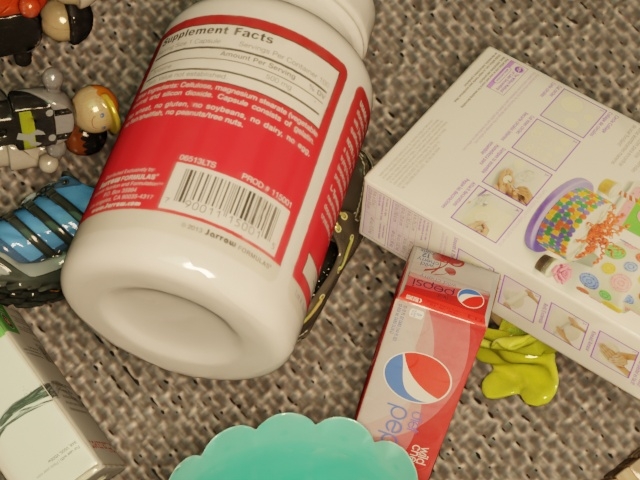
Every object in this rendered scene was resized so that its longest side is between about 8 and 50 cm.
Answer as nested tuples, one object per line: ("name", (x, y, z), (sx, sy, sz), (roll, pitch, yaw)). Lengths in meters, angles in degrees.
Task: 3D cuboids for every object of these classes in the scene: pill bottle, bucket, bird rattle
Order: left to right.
("pill bottle", (-0.080, -0.088, 1.360), (0.229, 0.229, 0.407), (16, 60, 4))
("bucket", (-0.027, 0.319, 1.303), (0.281, 0.183, 0.281), (3, 52, -3))
("bird rattle", (0.256, 0.048, 1.423), (0.253, 0.143, 0.207), (-24, 64, -6))

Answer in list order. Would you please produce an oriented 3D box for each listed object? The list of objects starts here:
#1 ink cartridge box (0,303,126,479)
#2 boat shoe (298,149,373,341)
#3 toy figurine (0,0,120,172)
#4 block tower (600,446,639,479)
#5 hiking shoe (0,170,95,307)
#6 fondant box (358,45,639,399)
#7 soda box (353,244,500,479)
("ink cartridge box", (-0.297, 0.169, 1.394), (0.087, 0.153, 0.208), (-37, 80, -4))
("boat shoe", (0.000, 0.000, 1.460), (0.081, 0.068, 0.227), (21, 81, 4))
("toy figurine", (-0.286, -0.180, 1.431), (0.148, 0.213, 0.209), (-12, 83, -17))
("block tower", (0.251, 0.324, 1.387), (0.335, 0.097, 0.091), (-37, 81, -3))
("hiking shoe", (-0.289, -0.004, 1.457), (0.304, 0.113, 0.132), (-2, 74, -9))
("fondant box", (0.238, -0.027, 1.369), (0.330, 0.096, 0.238), (30, 56, 20))
("soda box", (0.092, 0.136, 1.343), (0.092, 0.263, 0.083), (17, 40, 4))
